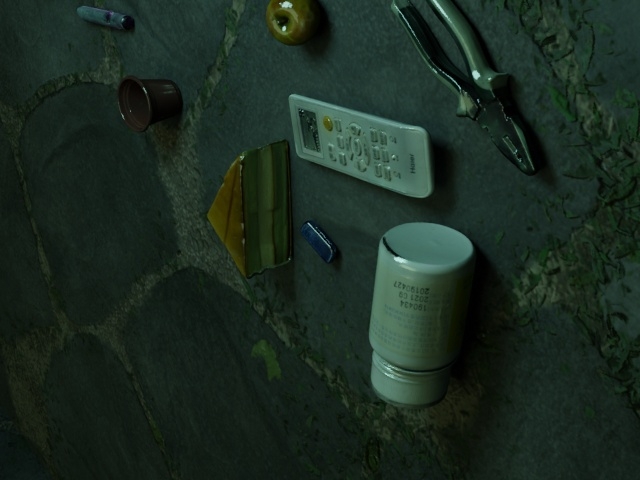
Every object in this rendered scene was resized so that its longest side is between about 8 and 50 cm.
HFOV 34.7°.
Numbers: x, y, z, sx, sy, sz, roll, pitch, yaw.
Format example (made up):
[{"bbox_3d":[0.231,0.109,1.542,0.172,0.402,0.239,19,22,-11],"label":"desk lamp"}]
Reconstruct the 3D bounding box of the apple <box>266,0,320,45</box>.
[{"bbox_3d":[-0.041,-0.348,1.590,0.090,0.074,0.089,23,124,40],"label":"apple"}]

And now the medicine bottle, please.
[{"bbox_3d":[0.145,0.114,1.521,0.143,0.143,0.258,32,128,38],"label":"medicine bottle"}]

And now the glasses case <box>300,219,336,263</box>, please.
[{"bbox_3d":[0.000,0.000,1.740,0.083,0.023,0.033,48,129,22],"label":"glasses case"}]

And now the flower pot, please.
[{"bbox_3d":[-0.320,-0.267,1.949,0.111,0.089,0.111,23,123,42],"label":"flower pot"}]

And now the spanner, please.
[{"bbox_3d":[0.200,-0.222,1.386,0.324,0.040,0.095,59,140,15],"label":"spanner"}]

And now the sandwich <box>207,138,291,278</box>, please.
[{"bbox_3d":[-0.092,-0.055,1.753,0.144,0.117,0.187,51,137,18],"label":"sandwich"}]

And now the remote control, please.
[{"bbox_3d":[0.065,-0.154,1.575,0.313,0.055,0.109,24,131,48],"label":"remote control"}]

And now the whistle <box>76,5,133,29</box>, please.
[{"bbox_3d":[-0.432,-0.446,2.048,0.177,0.033,0.033,21,121,43],"label":"whistle"}]
